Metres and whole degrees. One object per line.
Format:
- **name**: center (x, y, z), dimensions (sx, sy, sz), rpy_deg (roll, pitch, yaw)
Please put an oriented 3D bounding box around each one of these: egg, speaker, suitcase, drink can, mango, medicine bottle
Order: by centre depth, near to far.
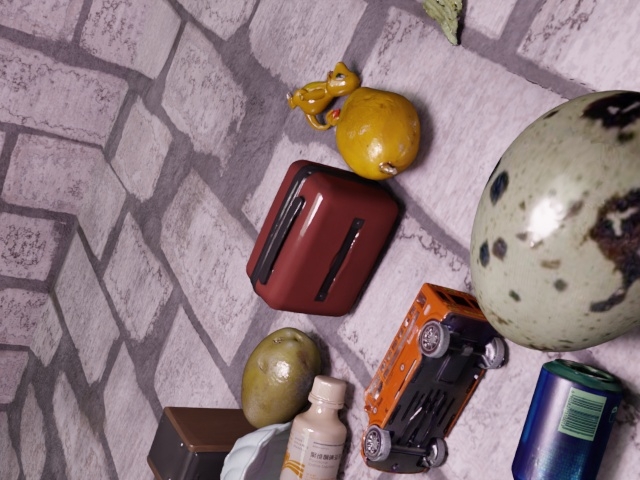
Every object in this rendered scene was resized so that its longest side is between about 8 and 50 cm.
- **egg**: center (0.352, -0.018, 1.006), dimensions (0.379, 0.288, 0.287), rpy_deg (-60, 39, 36)
- **drink can**: center (0.349, 0.279, 1.070), dimensions (0.118, 0.118, 0.204), rpy_deg (24, 99, 53)
- **suitcase**: center (0.000, 0.000, 1.511), dimensions (0.161, 0.236, 0.297), rpy_deg (48, 119, 47)
- **mango**: center (0.111, -0.225, 1.511), dimensions (0.176, 0.119, 0.317), rpy_deg (-44, 35, 15)
- **medicine bottle**: center (-0.006, 0.403, 1.515), dimensions (0.114, 0.114, 0.252), rpy_deg (15, 92, 54)
- **speaker**: center (-0.247, 0.488, 1.713), dimensions (0.192, 0.231, 0.153), rpy_deg (36, 109, 52)

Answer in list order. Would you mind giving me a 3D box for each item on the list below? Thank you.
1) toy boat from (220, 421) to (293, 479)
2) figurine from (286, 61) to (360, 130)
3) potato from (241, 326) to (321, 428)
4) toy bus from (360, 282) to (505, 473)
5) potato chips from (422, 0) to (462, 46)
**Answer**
- **toy boat**: center (-0.137, 0.496, 1.585), dimensions (0.100, 0.199, 0.290), rpy_deg (26, 105, 34)
- **figurine**: center (0.020, -0.324, 1.710), dimensions (0.176, 0.121, 0.122), rpy_deg (-25, 90, 37)
- **potato**: center (-0.092, 0.309, 1.621), dimensions (0.174, 0.159, 0.251), rpy_deg (-83, 14, -63)
- **toy bus**: center (0.177, 0.246, 1.297), dimensions (0.329, 0.143, 0.153), rpy_deg (-66, 28, 18)
- **potato chips**: center (0.246, -0.476, 1.485), dimensions (0.092, 0.028, 0.207), rpy_deg (-52, 42, 34)
